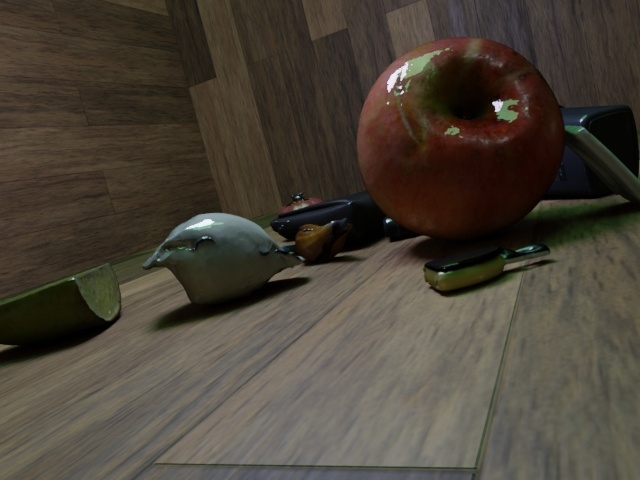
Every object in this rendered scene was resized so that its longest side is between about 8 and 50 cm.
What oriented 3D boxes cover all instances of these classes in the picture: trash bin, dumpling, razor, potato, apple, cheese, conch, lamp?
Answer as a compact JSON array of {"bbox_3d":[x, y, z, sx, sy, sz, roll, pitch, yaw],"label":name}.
[{"bbox_3d":[0.546,-0.200,1.215,0.182,0.210,0.290,-14,12,-14],"label":"trash bin"},{"bbox_3d":[-0.181,0.052,1.000,0.175,0.243,0.227,-61,8,-24],"label":"dumpling"},{"bbox_3d":[0.215,-0.042,1.213,0.147,0.054,0.090,-12,7,8],"label":"razor"},{"bbox_3d":[-0.540,0.144,1.049,0.255,0.112,0.269,-19,4,-5],"label":"potato"},{"bbox_3d":[0.240,-0.168,0.985,0.363,0.364,0.364,-14,7,2],"label":"apple"},{"bbox_3d":[0.219,0.029,0.708,0.162,0.036,0.086,-15,4,-5],"label":"cheese"},{"bbox_3d":[-0.001,0.006,1.157,0.232,0.086,0.080,2,58,59],"label":"conch"},{"bbox_3d":[-0.059,-0.081,1.744,0.181,0.140,0.182,-18,9,3],"label":"lamp"}]

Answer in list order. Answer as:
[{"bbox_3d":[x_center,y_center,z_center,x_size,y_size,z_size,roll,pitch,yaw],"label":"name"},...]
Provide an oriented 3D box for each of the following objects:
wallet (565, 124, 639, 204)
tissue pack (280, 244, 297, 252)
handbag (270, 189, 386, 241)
[{"bbox_3d":[0.481,-0.126,0.915,0.032,0.183,0.124,-45,4,14],"label":"wallet"},{"bbox_3d":[-0.052,0.019,1.375,0.137,0.028,0.085,-6,4,21],"label":"tissue pack"},{"bbox_3d":[0.042,-0.055,1.357,0.256,0.114,0.285,-5,9,29],"label":"handbag"}]
